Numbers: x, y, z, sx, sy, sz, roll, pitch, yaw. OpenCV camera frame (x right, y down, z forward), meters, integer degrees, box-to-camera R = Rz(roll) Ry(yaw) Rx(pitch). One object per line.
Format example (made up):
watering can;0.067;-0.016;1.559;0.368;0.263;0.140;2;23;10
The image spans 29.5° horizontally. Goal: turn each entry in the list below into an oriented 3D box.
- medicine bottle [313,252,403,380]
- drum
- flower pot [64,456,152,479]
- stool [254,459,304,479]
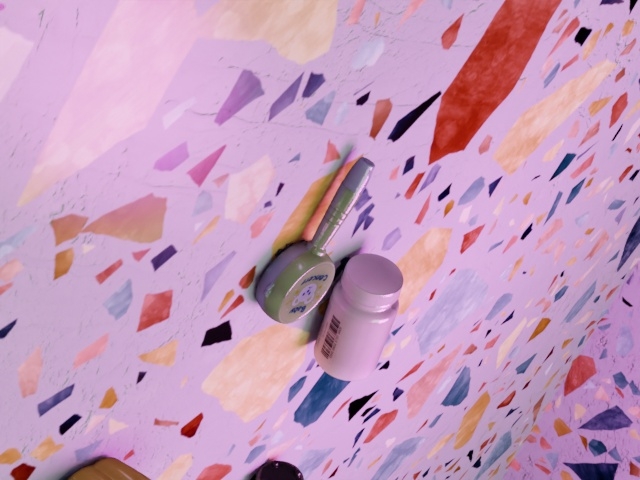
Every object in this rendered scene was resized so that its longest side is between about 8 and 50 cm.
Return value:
medicine bottle;0.058;0.115;1.820;0.103;0.103;0.187;-27;146;-40
drum;-0.013;0.005;1.611;0.130;0.049;0.253;-21;143;-46
flower pot;-0.262;0.388;1.585;0.195;0.179;0.195;-38;154;-22
stool;-0.073;0.434;2.063;0.096;0.096;0.110;-29;142;-38
